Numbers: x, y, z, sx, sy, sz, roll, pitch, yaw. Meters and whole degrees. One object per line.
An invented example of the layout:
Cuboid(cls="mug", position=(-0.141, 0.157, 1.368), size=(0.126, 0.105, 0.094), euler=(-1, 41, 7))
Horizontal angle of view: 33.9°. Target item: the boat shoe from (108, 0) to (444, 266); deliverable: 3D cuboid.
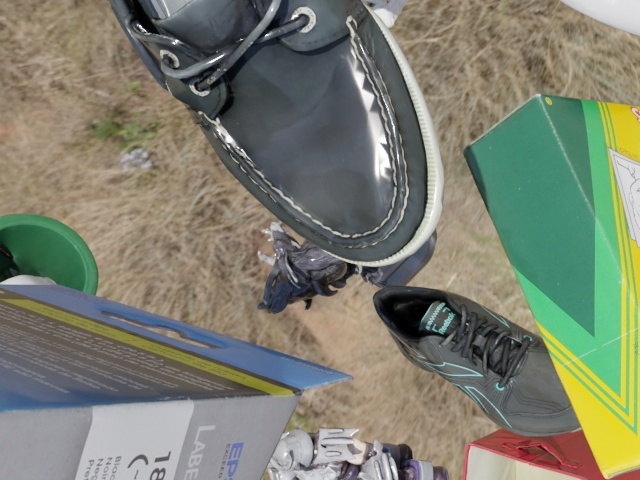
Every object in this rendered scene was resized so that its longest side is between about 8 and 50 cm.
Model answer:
Cuboid(cls="boat shoe", position=(-0.054, -0.133, 0.557), size=(0.127, 0.113, 0.340), euler=(-28, 84, 19))

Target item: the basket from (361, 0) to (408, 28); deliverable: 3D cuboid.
Cuboid(cls="basket", position=(-0.038, -0.453, 1.540), size=(0.328, 0.331, 0.266), euler=(-8, 119, 26))

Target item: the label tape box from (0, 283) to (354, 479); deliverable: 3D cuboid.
Cuboid(cls="label tape box", position=(-0.164, 0.089, 0.519), size=(0.241, 0.334, 0.105), euler=(14, 91, 27))

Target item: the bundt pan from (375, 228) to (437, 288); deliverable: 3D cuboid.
Cuboid(cls="bundt pan", position=(0.093, -0.068, 1.886), size=(0.124, 0.331, 0.331), euler=(-38, 93, 15))

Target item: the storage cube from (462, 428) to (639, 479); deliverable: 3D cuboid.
Cuboid(cls="storage cube", position=(0.317, 0.364, 1.435), size=(0.184, 0.193, 0.215), euler=(11, 101, 37))

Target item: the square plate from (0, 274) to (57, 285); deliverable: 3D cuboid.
Cuboid(cls="square plate", position=(-0.328, 0.157, 0.864), size=(0.347, 0.344, 0.049), euler=(-32, 122, -21))

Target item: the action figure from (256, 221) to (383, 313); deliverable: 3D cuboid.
Cuboid(cls="action figure", position=(0.000, 0.000, 1.241), size=(0.164, 0.276, 0.141), euler=(-45, 74, 27))

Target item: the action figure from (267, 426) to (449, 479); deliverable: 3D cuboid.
Cuboid(cls="action figure", position=(0.041, 0.283, 1.288), size=(0.185, 0.285, 0.099), euler=(-2, 73, 45))

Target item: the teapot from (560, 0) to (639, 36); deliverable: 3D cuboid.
Cuboid(cls="teapot", position=(0.357, -0.343, 1.132), size=(0.256, 0.252, 0.187), euler=(11, 123, -11))

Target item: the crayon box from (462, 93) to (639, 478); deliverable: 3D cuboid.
Cuboid(cls="crayon box", position=(0.335, 0.031, 0.981), size=(0.106, 0.363, 0.313), euler=(-38, 65, 41))

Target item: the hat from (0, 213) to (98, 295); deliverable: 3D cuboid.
Cuboid(cls="hat", position=(-0.415, 0.074, 1.465), size=(0.183, 0.209, 0.173), euler=(-37, 57, 50))

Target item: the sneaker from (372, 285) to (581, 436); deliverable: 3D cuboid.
Cuboid(cls="sneaker", position=(0.158, 0.116, 1.063), size=(0.267, 0.106, 0.101), euler=(21, 76, 42))
